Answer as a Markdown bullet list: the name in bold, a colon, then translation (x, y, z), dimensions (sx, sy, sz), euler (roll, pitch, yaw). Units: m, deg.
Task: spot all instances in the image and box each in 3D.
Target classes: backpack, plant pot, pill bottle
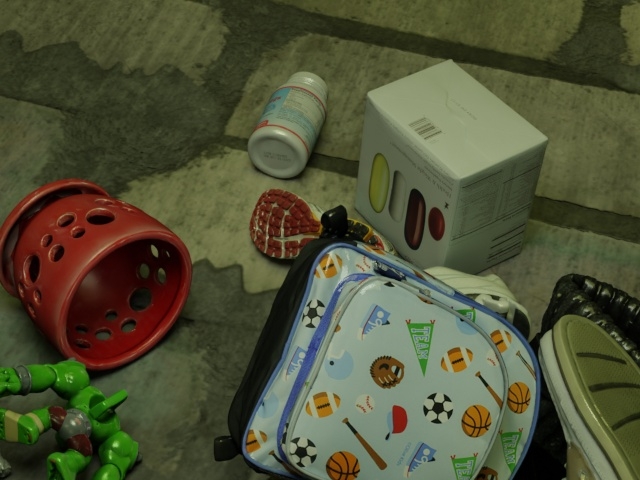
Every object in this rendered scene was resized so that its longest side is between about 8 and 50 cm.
- **backpack**: translation (0.074, 0.143, 1.140), dimensions (0.263, 0.277, 0.213), euler (23, 3, -17)
- **plant pot**: translation (-0.273, 0.031, 1.426), dimensions (0.191, 0.191, 0.174), euler (-28, 47, -29)
- **pill bottle**: translation (-0.041, -0.169, 1.716), dimensions (0.087, 0.087, 0.160), euler (14, 45, 8)

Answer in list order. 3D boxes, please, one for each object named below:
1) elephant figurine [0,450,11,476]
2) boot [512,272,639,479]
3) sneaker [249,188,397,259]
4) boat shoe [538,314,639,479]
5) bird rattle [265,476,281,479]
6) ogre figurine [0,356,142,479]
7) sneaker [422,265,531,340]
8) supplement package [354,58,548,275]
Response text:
- **elephant figurine**: translation (-0.442, 0.135, 1.262), dimensions (0.186, 0.239, 0.169), euler (-11, 47, -16)
- **boot**: translation (0.206, 0.141, 1.294), dimensions (0.348, 0.260, 0.131), euler (25, 31, 15)
- **sneaker**: translation (0.000, 0.000, 1.565), dimensions (0.225, 0.088, 0.092), euler (25, 3, 33)
- **boat shoe**: translation (0.269, 0.212, 1.098), dimensions (0.113, 0.103, 0.302), euler (4, 50, -36)
- **bird rattle**: translation (-0.083, 0.301, 1.155), dimensions (0.253, 0.143, 0.207), euler (-7, 0, -27)
- **ogre figurine**: translation (-0.267, 0.207, 1.301), dimensions (0.197, 0.097, 0.118), euler (40, 36, 16)
- **sneaker**: translation (0.106, 0.084, 1.478), dimensions (0.292, 0.110, 0.118), euler (5, 33, -7)
- **supplement package**: translation (0.163, -0.085, 1.570), dimensions (0.149, 0.203, 0.194), euler (-24, 51, -26)
